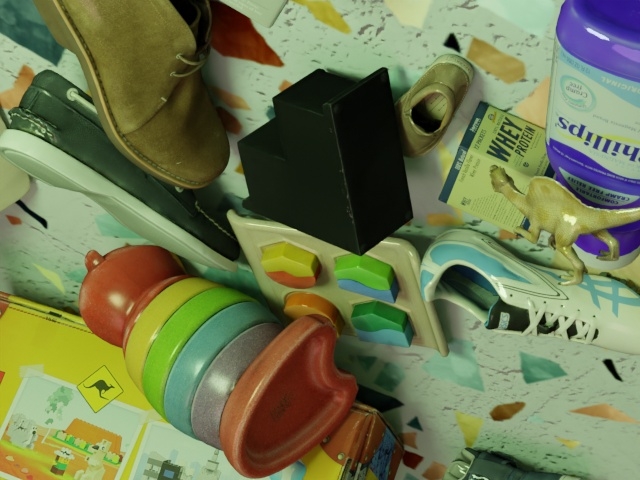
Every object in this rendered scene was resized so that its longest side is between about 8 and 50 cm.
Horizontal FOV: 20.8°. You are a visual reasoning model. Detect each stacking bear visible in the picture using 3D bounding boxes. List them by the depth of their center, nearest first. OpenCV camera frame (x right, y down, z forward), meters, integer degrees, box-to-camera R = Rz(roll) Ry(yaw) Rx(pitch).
[{"bbox_3d":[-0.130,0.102,1.785,0.289,0.164,0.175,33,160,31],"label":"stacking bear"}]

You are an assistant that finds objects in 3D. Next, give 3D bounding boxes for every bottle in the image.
[{"bbox_3d":[0.237,-0.087,1.380,0.118,0.092,0.283,23,146,18],"label":"bottle"}]

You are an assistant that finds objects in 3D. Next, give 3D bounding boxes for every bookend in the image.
[{"bbox_3d":[-0.008,-0.087,1.552,0.157,0.072,0.156,22,136,41],"label":"bookend"}]

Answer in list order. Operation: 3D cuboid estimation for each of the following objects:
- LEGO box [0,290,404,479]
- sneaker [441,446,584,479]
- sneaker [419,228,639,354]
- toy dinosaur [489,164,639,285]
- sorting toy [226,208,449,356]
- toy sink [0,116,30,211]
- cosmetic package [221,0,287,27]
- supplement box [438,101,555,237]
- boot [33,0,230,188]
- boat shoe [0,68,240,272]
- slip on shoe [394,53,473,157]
[{"bbox_3d":[-0.213,0.304,1.910,0.500,0.372,0.193,16,165,17],"label":"LEGO box"},{"bbox_3d":[0.208,0.311,1.913,0.163,0.086,0.226,12,141,20],"label":"sneaker"},{"bbox_3d":[0.203,0.062,1.603,0.237,0.086,0.085,19,143,10],"label":"sneaker"},{"bbox_3d":[0.200,-0.013,1.371,0.183,0.053,0.092,14,139,43],"label":"toy dinosaur"},{"bbox_3d":[0.017,0.049,1.732,0.208,0.038,0.193,12,150,22],"label":"sorting toy"},{"bbox_3d":[-0.447,-0.071,1.805,0.131,0.234,0.152,40,158,39],"label":"toy sink"},{"bbox_3d":[-0.031,-0.283,1.288,0.127,0.107,0.238,32,137,-7],"label":"cosmetic package"},{"bbox_3d":[0.156,-0.060,1.500,0.083,0.056,0.083,24,145,5],"label":"supplement box"},{"bbox_3d":[-0.137,-0.155,1.529,0.115,0.112,0.305,-4,139,27],"label":"boot"},{"bbox_3d":[-0.174,-0.060,1.682,0.114,0.091,0.302,14,165,42],"label":"boat shoe"},{"bbox_3d":[0.090,-0.106,1.499,0.051,0.041,0.135,32,145,-6],"label":"slip on shoe"}]
